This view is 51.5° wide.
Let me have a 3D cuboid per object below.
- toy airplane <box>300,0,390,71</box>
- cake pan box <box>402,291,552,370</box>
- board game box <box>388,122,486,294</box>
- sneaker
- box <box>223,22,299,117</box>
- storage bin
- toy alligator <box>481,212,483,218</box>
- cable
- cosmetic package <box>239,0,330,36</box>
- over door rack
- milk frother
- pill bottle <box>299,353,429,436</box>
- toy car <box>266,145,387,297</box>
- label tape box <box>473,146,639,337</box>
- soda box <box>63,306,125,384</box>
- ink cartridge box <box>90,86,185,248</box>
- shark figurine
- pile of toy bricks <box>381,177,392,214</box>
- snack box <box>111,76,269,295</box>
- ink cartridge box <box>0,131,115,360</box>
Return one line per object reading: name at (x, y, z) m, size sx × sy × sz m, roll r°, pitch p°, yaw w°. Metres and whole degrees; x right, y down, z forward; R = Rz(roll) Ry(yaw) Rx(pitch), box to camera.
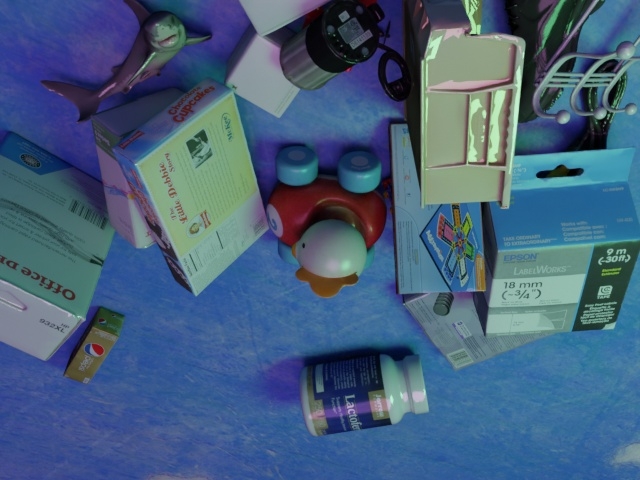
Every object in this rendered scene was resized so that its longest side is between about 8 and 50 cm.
toy airplane at (0.034, -0.324, 0.987) m, size 0.151 × 0.028 × 0.151 m, roll -1°, pitch 128°, yaw -2°
cake pan box at (0.331, 0.139, 1.352) m, size 0.245 × 0.070 × 0.267 m, roll -26°, pitch 125°, yaw 21°
board game box at (0.190, -0.055, 1.091) m, size 0.144 × 0.282 × 0.027 m, roll -2°, pitch 174°, yaw 1°
sneaker at (0.321, -0.313, 0.973) m, size 0.130 × 0.109 × 0.287 m, roll 14°, pitch 121°, yaw -1°
box at (-0.077, -0.263, 0.994) m, size 0.101 × 0.087 × 0.101 m, roll 27°, pitch 124°, yaw -22°
storage bin at (0.186, -0.223, 0.926) m, size 0.123 × 0.262 × 0.261 m, roll -3°, pitch 130°, yaw 4°
toy alligator at (0.282, -0.019, 1.234) m, size 0.189 × 0.056 × 0.051 m, roll -40°, pitch 162°, yaw 25°
cable at (0.461, -0.154, 1.110) m, size 0.139 × 0.072 × 0.287 m, roll 7°, pitch 130°, yaw -9°
cosmetic package at (-0.055, -0.395, 0.846) m, size 0.151 × 0.151 × 0.184 m, roll -22°, pitch 126°, yaw 15°
over door rack at (0.431, -0.305, 0.868) m, size 0.239 × 0.108 × 0.325 m, roll -13°, pitch 132°, yaw -42°
milk frother at (0.037, -0.238, 0.902) m, size 0.129 × 0.134 × 0.143 m, roll -22°, pitch 96°, yaw -26°
pill bottle at (0.096, 0.331, 1.446) m, size 0.264 × 0.153 × 0.153 m, roll -11°, pitch 129°, yaw 7°
toy car at (0.000, 0.000, 1.103) m, size 0.210 × 0.238 × 0.219 m, roll 6°, pitch 130°, yaw 5°
label tape box at (0.401, 0.016, 1.136) m, size 0.240 × 0.106 × 0.334 m, roll -5°, pitch 132°, yaw 2°
soda box at (-0.477, 0.223, 1.396) m, size 0.058 × 0.061 × 0.181 m, roll 26°, pitch 124°, yaw -21°
ink cartridge box at (-0.262, -0.115, 1.060) m, size 0.154 × 0.093 × 0.213 m, roll -32°, pitch 140°, yaw -34°
shark figurine at (-0.281, -0.289, 0.983) m, size 0.278 × 0.166 × 0.116 m, roll -24°, pitch 102°, yaw 38°
pile of toy bricks at (0.201, -0.029, 1.188) m, size 0.118 × 0.105 × 0.212 m, roll -18°, pitch 98°, yaw 37°
snack box at (-0.188, -0.073, 1.050) m, size 0.060 × 0.187 × 0.322 m, roll 32°, pitch 152°, yaw 28°
ink cartridge box at (-0.466, 0.003, 1.057) m, size 0.223 × 0.308 × 0.129 m, roll 33°, pitch 121°, yaw -25°
